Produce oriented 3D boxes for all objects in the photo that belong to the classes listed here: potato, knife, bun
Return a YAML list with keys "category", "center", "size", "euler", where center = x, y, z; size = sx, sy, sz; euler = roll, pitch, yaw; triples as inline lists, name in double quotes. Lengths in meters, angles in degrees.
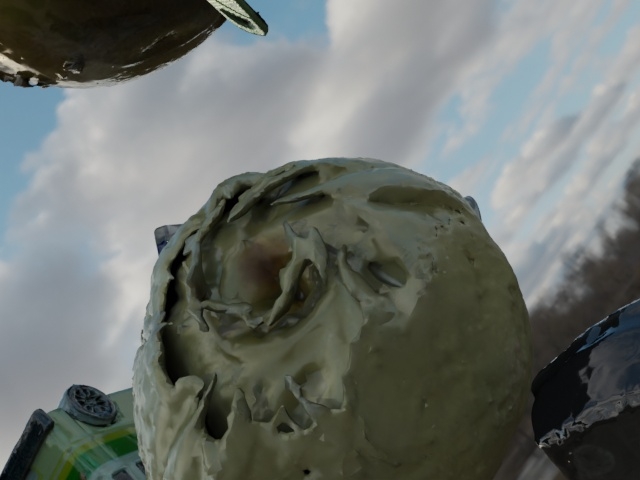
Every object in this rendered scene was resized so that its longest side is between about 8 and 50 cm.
- category: "potato"
  center: [-0.272, -0.357, 1.226]
  size: [0.442, 0.319, 0.385]
  euler: [-25, -36, -25]
- category: "knife"
  center: [-0.133, -0.251, 0.852]
  size: [0.293, 0.043, 0.020]
  euler: [38, -115, -48]
- category: "bun"
  center: [-0.007, 0.060, 0.600]
  size: [0.259, 0.259, 0.152]
  euler: [-50, -37, -10]

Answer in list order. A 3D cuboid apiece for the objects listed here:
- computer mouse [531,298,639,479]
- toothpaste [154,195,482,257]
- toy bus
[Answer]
- category: "computer mouse"
  center: [0.241, 0.121, 0.527]
  size: [0.170, 0.269, 0.100]
  euler: [-28, 25, 33]
- category: "toothpaste"
  center: [0.000, 0.000, 1.037]
  size: [0.323, 0.100, 0.066]
  euler: [-6, -49, -11]
- category: "toy bus"
  center: [-0.154, 0.220, 0.972]
  size: [0.276, 0.164, 0.134]
  euler: [-7, -49, -61]
